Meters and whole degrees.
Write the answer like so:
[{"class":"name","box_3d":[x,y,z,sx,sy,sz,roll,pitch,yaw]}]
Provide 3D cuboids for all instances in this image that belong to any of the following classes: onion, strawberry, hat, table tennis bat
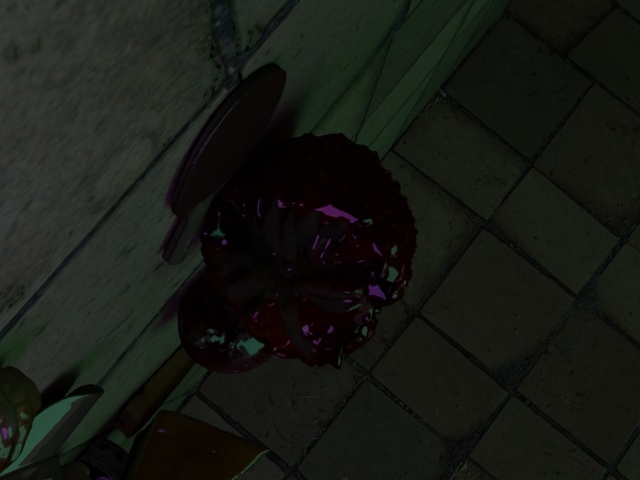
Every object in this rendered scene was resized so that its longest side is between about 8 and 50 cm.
[{"class":"onion","box_3d":[-0.140,0.122,1.091,0.159,0.159,0.195,-52,166,12]},{"class":"strawberry","box_3d":[-0.003,-0.004,0.858,0.257,0.261,0.261,-37,167,-51]},{"class":"hat","box_3d":[-0.281,0.249,0.782,0.173,0.144,0.166,-28,178,-5]},{"class":"table tennis bat","box_3d":[-0.100,-0.060,0.687,0.138,0.022,0.246,-47,173,-49]}]

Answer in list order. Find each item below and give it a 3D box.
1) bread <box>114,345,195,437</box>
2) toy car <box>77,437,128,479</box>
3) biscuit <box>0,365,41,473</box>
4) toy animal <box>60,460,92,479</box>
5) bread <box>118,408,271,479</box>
[{"class":"bread","box_3d":[-0.313,0.285,1.481,0.226,0.049,0.088,-50,177,-46]},{"class":"toy car","box_3d":[-0.443,0.470,1.396,0.210,0.089,0.108,-55,-174,17]},{"class":"biscuit","box_3d":[-0.258,0.156,0.496,0.183,0.061,0.118,-49,175,-35]},{"class":"toy animal","box_3d":[-0.389,0.434,1.071,0.198,0.171,0.171,-54,177,3]},{"class":"bread","box_3d":[-0.290,0.528,1.386,0.233,0.245,0.362,-46,-159,54]}]
